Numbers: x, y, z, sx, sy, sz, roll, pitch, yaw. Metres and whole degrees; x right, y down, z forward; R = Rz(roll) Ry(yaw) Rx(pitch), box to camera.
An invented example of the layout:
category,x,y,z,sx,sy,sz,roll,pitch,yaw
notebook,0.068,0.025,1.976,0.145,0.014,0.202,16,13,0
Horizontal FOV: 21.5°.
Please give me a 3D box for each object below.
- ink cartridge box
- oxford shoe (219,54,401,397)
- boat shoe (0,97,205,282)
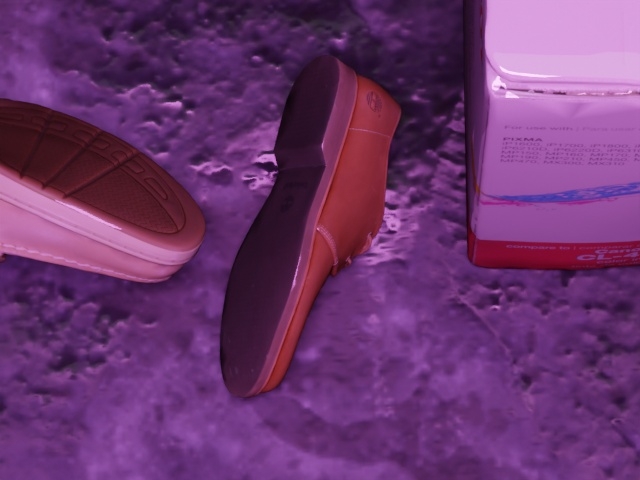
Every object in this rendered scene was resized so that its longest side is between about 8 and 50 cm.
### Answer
category,x,y,z,sx,sy,sz,roll,pitch,yaw
ink cartridge box,0.145,-0.128,0.927,0.131,0.306,0.226,1,75,2
oxford shoe,0.000,0.000,1.021,0.076,0.076,0.212,23,85,-34
boat shoe,-0.217,-0.030,1.022,0.302,0.109,0.098,19,115,6
